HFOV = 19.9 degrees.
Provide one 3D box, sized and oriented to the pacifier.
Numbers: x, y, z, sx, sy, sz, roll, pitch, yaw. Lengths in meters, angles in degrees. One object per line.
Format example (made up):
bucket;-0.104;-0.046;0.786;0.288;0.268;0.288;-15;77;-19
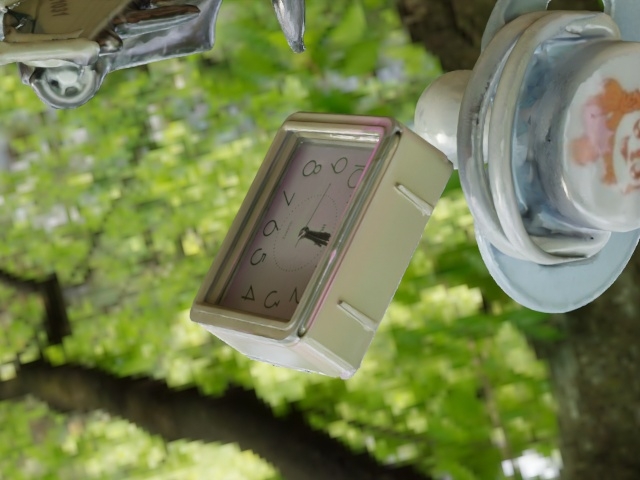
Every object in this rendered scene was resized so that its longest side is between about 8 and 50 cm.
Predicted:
pacifier;0.162;-0.094;1.502;0.244;0.299;0.233;-4;-171;-38

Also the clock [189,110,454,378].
clock;0.000;0.000;1.385;0.071;0.192;0.147;35;165;-34

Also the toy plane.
toy plane;-0.067;-0.102;0.764;0.262;0.088;0.192;-1;-161;-8
